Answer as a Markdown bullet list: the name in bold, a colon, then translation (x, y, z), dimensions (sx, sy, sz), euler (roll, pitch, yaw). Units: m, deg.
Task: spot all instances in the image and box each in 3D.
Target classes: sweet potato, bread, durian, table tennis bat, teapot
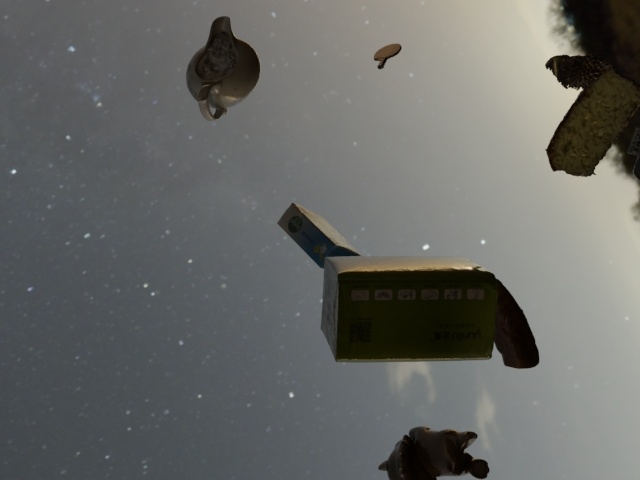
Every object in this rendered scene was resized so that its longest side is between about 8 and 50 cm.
- **sweet potato**: translation (0.454, 0.205, 1.747), dimensions (0.097, 0.097, 0.251), euler (32, -145, -48)
- **bread**: translation (0.617, -0.265, 1.621), dimensions (0.129, 0.260, 0.134), euler (34, -151, 12)
- **durian**: translation (0.495, -0.324, 1.390), dimensions (0.140, 0.111, 0.071), euler (-25, -63, -53)
- **table tennis bat**: translation (0.115, -0.323, 1.263), dimensions (0.007, 0.050, 0.083), euler (64, -147, -33)
- **teapot**: translation (-0.268, -0.447, 1.949), dimensions (0.165, 0.209, 0.299), euler (85, -170, -55)

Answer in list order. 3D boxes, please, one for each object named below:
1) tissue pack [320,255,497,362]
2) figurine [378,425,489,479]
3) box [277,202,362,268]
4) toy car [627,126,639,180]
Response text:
- **tissue pack**: translation (0.150, 0.119, 1.295), dimensions (0.200, 0.275, 0.167), euler (-125, 37, -77)
- **figurine**: translation (0.268, 0.567, 1.800), dimensions (0.173, 0.247, 0.177), euler (-42, -60, -37)
- **box**: translation (0.001, 0.000, 1.842), dimensions (0.194, 0.073, 0.139), euler (45, -166, 35)
- **toy car**: translation (0.621, -0.147, 1.197), dimensions (0.204, 0.198, 0.247), euler (-18, -54, -61)
